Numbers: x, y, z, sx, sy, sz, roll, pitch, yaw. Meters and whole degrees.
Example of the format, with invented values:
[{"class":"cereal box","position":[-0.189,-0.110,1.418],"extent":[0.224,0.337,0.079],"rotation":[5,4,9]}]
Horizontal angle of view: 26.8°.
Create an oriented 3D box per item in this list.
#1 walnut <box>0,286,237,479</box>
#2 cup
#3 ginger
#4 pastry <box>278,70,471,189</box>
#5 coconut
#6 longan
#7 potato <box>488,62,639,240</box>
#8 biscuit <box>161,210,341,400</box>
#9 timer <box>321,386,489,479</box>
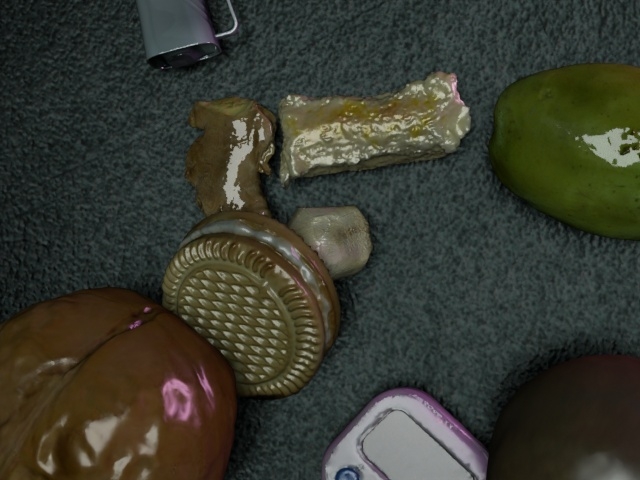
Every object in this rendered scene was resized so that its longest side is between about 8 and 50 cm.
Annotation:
[{"class":"walnut","position":[-0.288,0.255,1.672],"extent":[0.354,0.308,0.397],"rotation":[43,106,33]},{"class":"cup","position":[-0.177,-0.301,1.773],"extent":[0.128,0.095,0.129],"rotation":[-14,87,5]},{"class":"ginger","position":[-0.118,-0.086,1.776],"extent":[0.137,0.074,0.213],"rotation":[-4,91,28]},{"class":"pastry","position":[0.066,-0.150,1.749],"extent":[0.259,0.089,0.121],"rotation":[-11,93,4]},{"class":"coconut","position":[0.000,0.000,1.736],"extent":[0.124,0.110,0.110],"rotation":[-8,88,-35]},{"class":"longan","position":[0.359,0.289,1.621],"extent":[0.319,0.319,0.318],"rotation":[0,89,6]},{"class":"potato","position":[0.363,-0.110,1.665],"extent":[0.304,0.216,0.215],"rotation":[14,91,15]},{"class":"biscuit","position":[-0.091,0.086,1.718],"extent":[0.259,0.079,0.259],"rotation":[15,124,23]},{"class":"timer","position":[0.116,0.307,1.750],"extent":[0.208,0.069,0.191],"rotation":[44,94,6]}]
